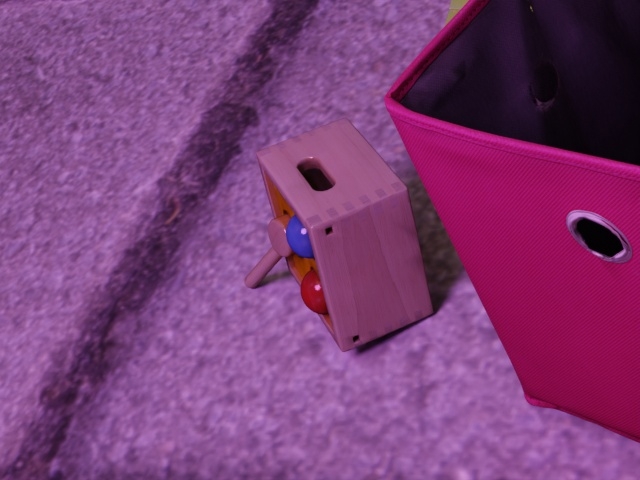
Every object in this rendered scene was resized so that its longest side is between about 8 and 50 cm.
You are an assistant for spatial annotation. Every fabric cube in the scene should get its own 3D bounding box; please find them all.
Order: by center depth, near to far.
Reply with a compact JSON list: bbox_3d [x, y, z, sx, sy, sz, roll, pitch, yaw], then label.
[{"bbox_3d":[0.235,-0.040,0.767,0.254,0.258,0.259,19,58,43],"label":"fabric cube"}]

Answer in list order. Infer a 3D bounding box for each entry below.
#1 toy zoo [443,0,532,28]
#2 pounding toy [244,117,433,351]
[{"bbox_3d":[0.209,-0.259,1.112,0.192,0.030,0.293,8,77,38],"label":"toy zoo"},{"bbox_3d":[0.000,0.000,0.989,0.100,0.130,0.141,-22,37,-11],"label":"pounding toy"}]
